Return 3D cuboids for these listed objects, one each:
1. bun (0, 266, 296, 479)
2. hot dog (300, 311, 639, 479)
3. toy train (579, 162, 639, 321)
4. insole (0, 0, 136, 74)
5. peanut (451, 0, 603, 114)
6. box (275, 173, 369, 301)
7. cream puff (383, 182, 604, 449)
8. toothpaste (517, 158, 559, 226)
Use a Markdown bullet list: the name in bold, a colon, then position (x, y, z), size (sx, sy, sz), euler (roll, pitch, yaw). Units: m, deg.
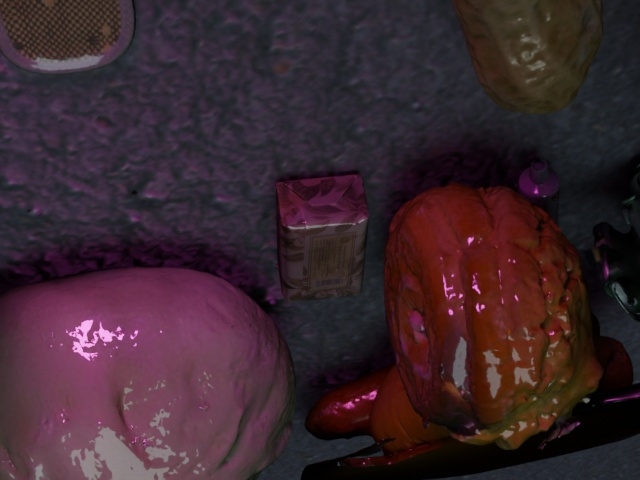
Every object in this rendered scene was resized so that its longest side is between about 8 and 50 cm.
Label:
- **bun**: position (-0.150, 0.150, 0.860), size (0.283, 0.179, 0.283), euler (-5, 145, -3)
- **hot dog**: position (0.119, 0.120, 0.947), size (0.326, 0.107, 0.194), euler (-14, 157, 15)
- **toy train**: position (0.299, 0.084, 0.793), size (0.120, 0.300, 0.202), euler (-32, 149, 26)
- **insole**: position (-0.142, -0.191, 0.538), size (0.109, 0.007, 0.322), euler (-7, 144, -5)
- **peanut**: position (0.109, -0.136, 0.621), size (0.080, 0.080, 0.174), euler (-17, 142, 9)
- **box**: position (0.000, 0.000, 0.805), size (0.062, 0.045, 0.098), euler (-5, 143, -7)
- **cream puff**: position (0.119, 0.051, 0.788), size (0.130, 0.189, 0.189), euler (-11, 145, -9)
- **toothpaste**: position (0.159, -0.006, 0.855), size (0.045, 0.028, 0.170), euler (3, 148, 12)
